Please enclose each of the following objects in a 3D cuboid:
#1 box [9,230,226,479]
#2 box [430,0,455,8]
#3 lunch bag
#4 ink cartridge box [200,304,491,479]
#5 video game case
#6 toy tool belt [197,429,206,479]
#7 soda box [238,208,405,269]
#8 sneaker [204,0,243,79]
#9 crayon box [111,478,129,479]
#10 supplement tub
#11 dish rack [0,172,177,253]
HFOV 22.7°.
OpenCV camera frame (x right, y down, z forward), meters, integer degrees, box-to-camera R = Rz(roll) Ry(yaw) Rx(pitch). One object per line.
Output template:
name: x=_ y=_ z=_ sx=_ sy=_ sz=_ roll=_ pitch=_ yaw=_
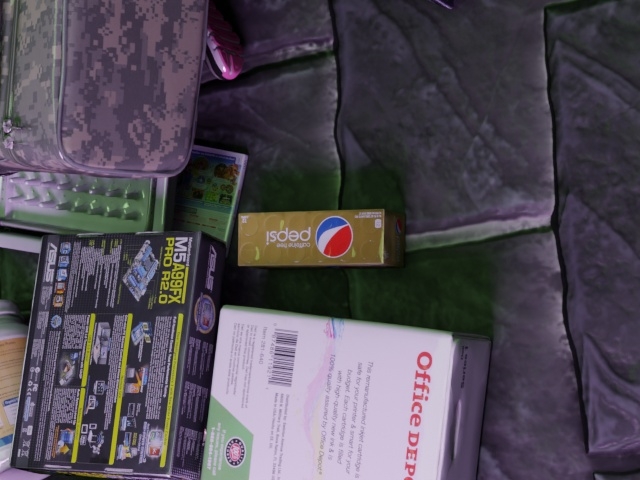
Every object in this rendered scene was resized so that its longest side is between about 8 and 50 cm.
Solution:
box: x=-0.223 y=0.126 z=1.751 sx=0.216 sy=0.060 sz=0.270 roll=-2 pitch=75 yaw=27
box: x=0.048 y=-0.447 z=1.701 sx=0.294 sy=0.183 sz=0.296 roll=26 pitch=95 yaw=26
lunch bag: x=-0.279 y=-0.211 z=1.730 sx=0.256 sy=0.212 sz=0.305 roll=8 pitch=96 yaw=45
ink cartridge box: x=0.027 y=0.183 z=1.685 sx=0.278 sy=0.117 sz=0.201 roll=5 pitch=87 yaw=28
video game case: x=-0.134 y=-0.047 z=1.852 sx=0.087 sy=0.011 sz=0.122 roll=12 pitch=91 yaw=28
toy tool belt: x=-0.166 y=0.244 z=1.815 sx=0.051 sy=0.052 sz=0.083 roll=19 pitch=107 yaw=28
soda box: x=0.000 y=0.000 z=1.751 sx=0.181 sy=0.058 sz=0.061 roll=-1 pitch=84 yaw=28
sneaker: x=-0.152 y=-0.241 z=1.854 sx=0.075 sy=0.063 sz=0.170 roll=-42 pitch=65 yaw=20
crayon box: x=-0.221 y=0.428 z=1.724 sx=0.083 sy=0.203 sz=0.323 roll=-31 pitch=75 yaw=50
supplement tub: x=-0.382 y=0.185 z=1.881 sx=0.144 sy=0.144 sz=0.199 roll=-31 pitch=72 yaw=22
dish rack: x=-0.299 y=-0.124 z=1.893 sx=0.333 sy=0.072 sz=0.285 roll=8 pitch=97 yaw=29
